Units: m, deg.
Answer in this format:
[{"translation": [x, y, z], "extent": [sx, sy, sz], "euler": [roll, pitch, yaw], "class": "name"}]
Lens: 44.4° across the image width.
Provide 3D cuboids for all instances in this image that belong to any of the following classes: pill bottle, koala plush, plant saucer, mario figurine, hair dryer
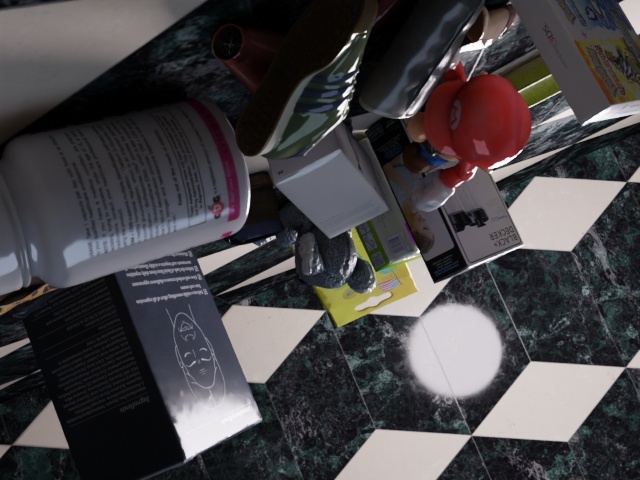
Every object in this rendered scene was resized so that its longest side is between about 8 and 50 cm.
[{"translation": [-0.231, -0.045, 0.817], "extent": [0.283, 0.160, 0.160], "euler": [-19, 171, -29], "class": "pill bottle"}, {"translation": [0.000, 0.000, 1.405], "extent": [0.196, 0.221, 0.203], "euler": [27, 115, -35], "class": "koala plush"}, {"translation": [0.394, -0.290, 1.408], "extent": [0.188, 0.045, 0.188], "euler": [-27, 172, 21], "class": "plant saucer"}, {"translation": [0.149, -0.157, 1.054], "extent": [0.170, 0.198, 0.320], "euler": [-44, -172, -2], "class": "mario figurine"}, {"translation": [0.016, -0.216, 0.810], "extent": [0.293, 0.080, 0.224], "euler": [-22, 152, -29], "class": "hair dryer"}]

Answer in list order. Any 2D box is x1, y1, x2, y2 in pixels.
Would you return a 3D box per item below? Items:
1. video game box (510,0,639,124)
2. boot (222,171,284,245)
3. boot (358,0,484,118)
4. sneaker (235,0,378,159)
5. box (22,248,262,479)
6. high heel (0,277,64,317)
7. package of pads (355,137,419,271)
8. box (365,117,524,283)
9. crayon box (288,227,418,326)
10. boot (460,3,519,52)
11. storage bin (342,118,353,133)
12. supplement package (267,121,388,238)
[{"translation": [0.316, -0.241, 0.928], "extent": [0.187, 0.205, 0.048], "euler": [-17, 166, -42], "class": "video game box"}, {"translation": [-0.166, -0.031, 1.301], "extent": [0.219, 0.106, 0.082], "euler": [-22, 172, -15], "class": "boot"}, {"translation": [0.099, -0.212, 0.755], "extent": [0.189, 0.076, 0.208], "euler": [-3, 146, -51], "class": "boot"}, {"translation": [0.001, -0.154, 0.747], "extent": [0.086, 0.064, 0.192], "euler": [7, 128, -52], "class": "sneaker"}, {"translation": [-0.320, 0.210, 1.415], "extent": [0.212, 0.396, 0.293], "euler": [-26, 171, 19], "class": "box"}, {"translation": [-0.443, 0.043, 1.148], "extent": [0.186, 0.093, 0.261], "euler": [-36, 168, 8], "class": "high heel"}, {"translation": [0.153, -0.080, 1.457], "extent": [0.101, 0.229, 0.296], "euler": [-29, 172, 30], "class": "package of pads"}, {"translation": [0.213, -0.089, 1.340], "extent": [0.169, 0.290, 0.087], "euler": [-15, 169, -41], "class": "box"}, {"translation": [0.054, 0.016, 1.623], "extent": [0.202, 0.319, 0.081], "euler": [-24, -146, 6], "class": "crayon box"}, {"translation": [0.218, -0.281, 1.002], "extent": [0.087, 0.042, 0.118], "euler": [-28, 175, -13], "class": "boot"}, {"translation": [0.021, -0.125, 1.274], "extent": [0.098, 0.091, 0.135], "euler": [-23, 171, -5], "class": "storage bin"}, {"translation": [0.007, -0.100, 1.112], "extent": [0.105, 0.105, 0.179], "euler": [-25, 147, 15], "class": "supplement package"}]
